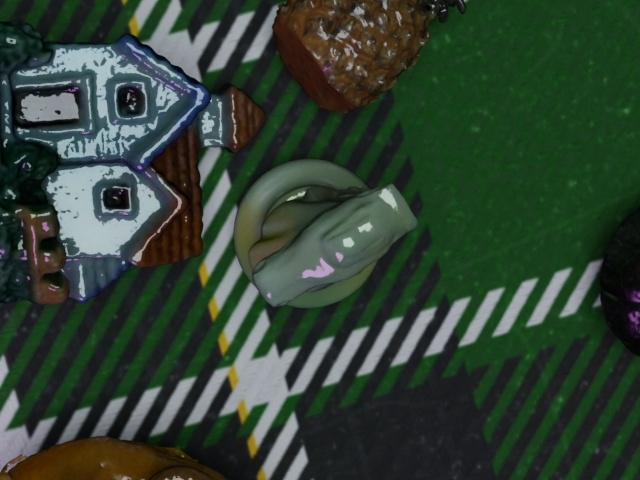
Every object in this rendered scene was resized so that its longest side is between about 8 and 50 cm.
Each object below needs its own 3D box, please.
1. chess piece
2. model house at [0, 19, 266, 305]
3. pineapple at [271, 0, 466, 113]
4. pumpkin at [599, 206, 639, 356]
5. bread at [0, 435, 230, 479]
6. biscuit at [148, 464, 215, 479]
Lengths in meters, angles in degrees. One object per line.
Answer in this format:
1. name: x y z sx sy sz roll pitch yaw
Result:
1. chess piece: 0.000 0.000 1.739 0.175 0.298 0.176 0 93 -8
2. model house: -0.212 -0.081 1.749 0.329 0.251 0.295 -1 93 -12
3. pineapple: 0.084 -0.269 1.819 0.278 0.158 0.158 -38 97 -15
4. pumpkin: 0.422 0.045 1.854 0.211 0.152 0.212 -1 99 -5
5. bread: -0.230 0.382 1.791 0.358 0.204 0.337 20 89 -10
6. biscuit: -0.195 0.363 1.673 0.208 0.041 0.290 37 91 -8
